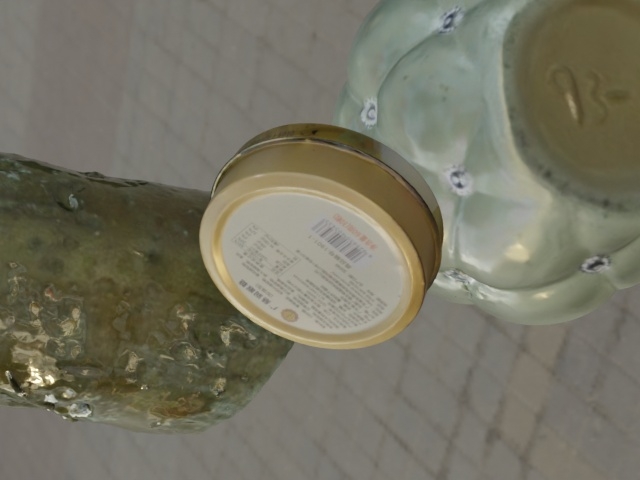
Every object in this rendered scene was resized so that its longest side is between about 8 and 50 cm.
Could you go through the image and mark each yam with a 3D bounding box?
[{"bbox_3d":[-0.172,0.018,0.616,0.133,0.330,0.133,-31,54,56],"label":"yam"}]

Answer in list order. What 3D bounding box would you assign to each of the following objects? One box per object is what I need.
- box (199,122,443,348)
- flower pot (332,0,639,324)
[{"bbox_3d":[0.000,0.000,0.563,0.105,0.105,0.037,-58,6,44],"label":"box"},{"bbox_3d":[0.130,-0.071,0.808,0.195,0.246,0.246,155,107,-69],"label":"flower pot"}]
